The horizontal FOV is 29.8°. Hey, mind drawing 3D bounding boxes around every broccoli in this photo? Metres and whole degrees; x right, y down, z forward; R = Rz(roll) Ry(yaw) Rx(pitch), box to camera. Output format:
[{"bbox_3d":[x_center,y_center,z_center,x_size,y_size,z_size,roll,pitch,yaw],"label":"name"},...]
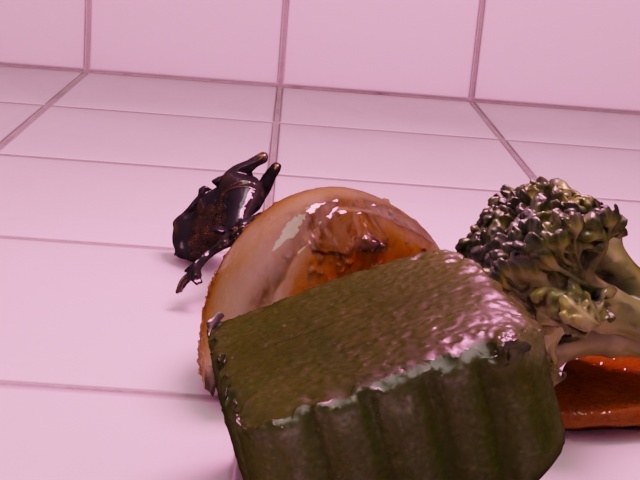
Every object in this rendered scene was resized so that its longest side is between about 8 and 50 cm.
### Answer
[{"bbox_3d":[0.248,0.068,1.243,0.246,0.247,0.288,27,10,15],"label":"broccoli"}]

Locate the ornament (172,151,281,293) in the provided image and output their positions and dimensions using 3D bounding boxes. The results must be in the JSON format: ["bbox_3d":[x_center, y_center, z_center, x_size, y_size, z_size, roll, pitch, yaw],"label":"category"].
[{"bbox_3d":[-0.137,0.012,1.530,0.080,0.202,0.236,37,31,-24],"label":"ornament"}]

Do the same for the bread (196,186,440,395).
[{"bbox_3d":[-0.005,0.040,1.277,0.314,0.192,0.171,-12,9,-37],"label":"bread"}]

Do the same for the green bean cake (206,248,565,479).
[{"bbox_3d":[0.048,0.129,0.979,0.250,0.156,0.247,-17,20,-8],"label":"green bean cake"}]

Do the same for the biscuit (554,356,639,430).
[{"bbox_3d":[0.332,0.157,1.262,0.280,0.043,0.183,-16,19,-40],"label":"biscuit"}]
